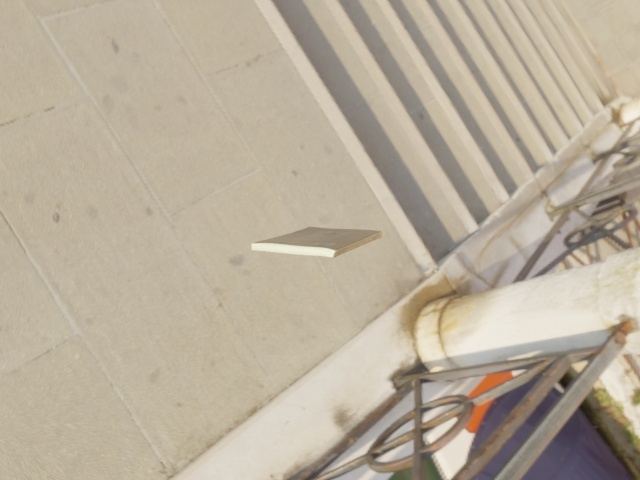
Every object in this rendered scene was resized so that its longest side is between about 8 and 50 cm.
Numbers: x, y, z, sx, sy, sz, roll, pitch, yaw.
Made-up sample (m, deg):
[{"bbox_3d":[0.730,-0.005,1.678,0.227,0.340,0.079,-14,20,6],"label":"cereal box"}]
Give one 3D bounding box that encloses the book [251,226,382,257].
[{"bbox_3d":[0.000,0.000,0.960,0.198,0.138,0.016,-18,110,-63],"label":"book"}]
